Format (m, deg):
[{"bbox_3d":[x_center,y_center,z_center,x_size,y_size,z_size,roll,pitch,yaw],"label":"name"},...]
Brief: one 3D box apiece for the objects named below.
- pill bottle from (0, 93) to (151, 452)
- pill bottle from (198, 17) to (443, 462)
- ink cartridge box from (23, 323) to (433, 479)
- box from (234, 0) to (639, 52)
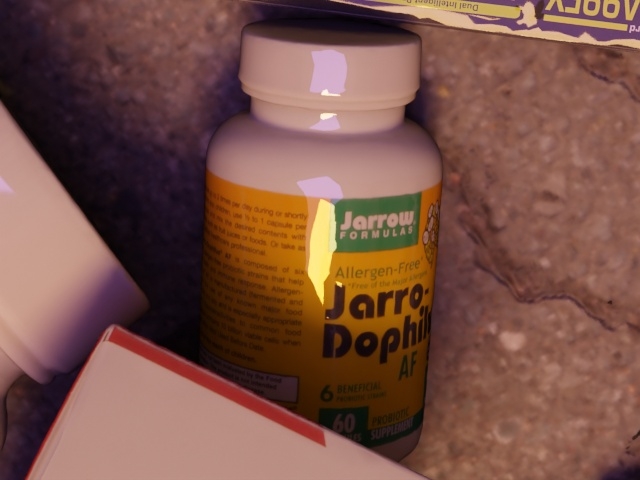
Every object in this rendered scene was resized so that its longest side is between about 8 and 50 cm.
[{"bbox_3d":[-0.290,0.071,0.891,0.392,0.224,0.224,-36,101,-4],"label":"pill bottle"},{"bbox_3d":[0.000,0.000,0.939,0.117,0.117,0.208,4,105,2],"label":"pill bottle"},{"bbox_3d":[-0.054,0.163,0.907,0.197,0.273,0.114,27,67,-4],"label":"ink cartridge box"},{"bbox_3d":[0.067,-0.210,0.909,0.270,0.060,0.216,7,106,2],"label":"box"}]
